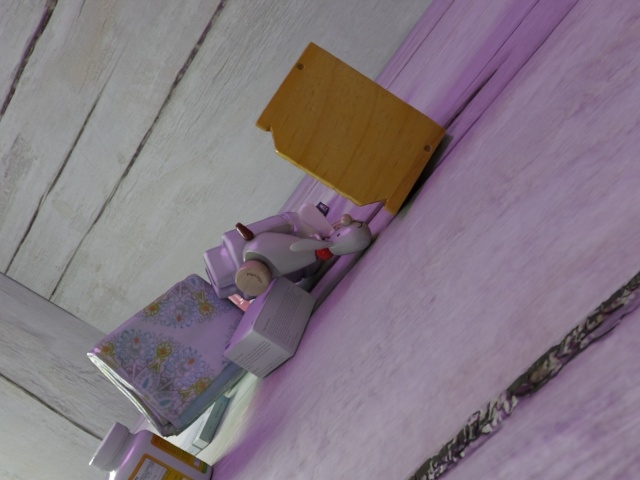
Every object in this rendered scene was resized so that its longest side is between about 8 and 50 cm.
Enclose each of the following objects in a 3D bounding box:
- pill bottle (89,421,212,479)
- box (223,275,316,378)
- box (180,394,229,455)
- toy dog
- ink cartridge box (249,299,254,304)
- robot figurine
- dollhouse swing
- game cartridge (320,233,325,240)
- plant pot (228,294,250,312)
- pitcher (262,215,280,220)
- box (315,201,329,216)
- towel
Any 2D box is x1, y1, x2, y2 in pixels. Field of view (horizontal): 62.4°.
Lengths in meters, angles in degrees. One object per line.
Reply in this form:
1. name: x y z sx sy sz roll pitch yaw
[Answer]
1. pill bottle: -0.382 0.514 1.187 0.136 0.245 0.136 -53 10 14
2. box: -0.124 0.213 1.302 0.181 0.119 0.182 -45 15 45
3. box: -0.337 0.535 1.501 0.186 0.038 0.145 -46 14 38
4. toy dog: -0.065 -0.008 1.229 0.333 0.161 0.220 -27 25 2
5. ink cartridge box: -0.185 0.136 1.830 0.127 0.072 0.175 -50 29 29
6. robot figurine: -0.142 0.041 1.480 0.353 0.200 0.300 -21 -22 -17
7. dollhouse swing: 0.065 -0.239 1.247 0.315 0.346 0.305 -58 1 -9
8. game cartridge: 0.000 0.000 1.686 0.083 0.017 0.056 -60 15 -23
9. plant pot: -0.334 0.179 2.197 0.201 0.180 0.201 -54 11 15
10. pitcher: -0.098 -0.030 1.783 0.178 0.207 0.126 -48 -44 -53
11. box: -0.061 -0.015 1.927 0.159 0.044 0.233 -41 18 54
12. towel: -0.354 0.280 1.376 0.374 0.320 0.090 -40 -22 -36
